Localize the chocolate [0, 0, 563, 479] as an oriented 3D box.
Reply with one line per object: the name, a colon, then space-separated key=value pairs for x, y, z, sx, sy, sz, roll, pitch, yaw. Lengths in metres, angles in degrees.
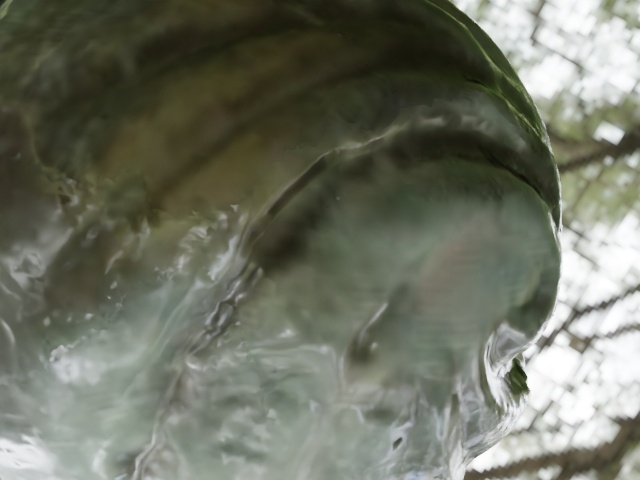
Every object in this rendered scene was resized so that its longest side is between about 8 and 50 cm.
chocolate: x=0.000 y=0.000 z=0.775 sx=0.213 sy=0.303 sz=0.303 roll=9 pitch=-175 yaw=40
